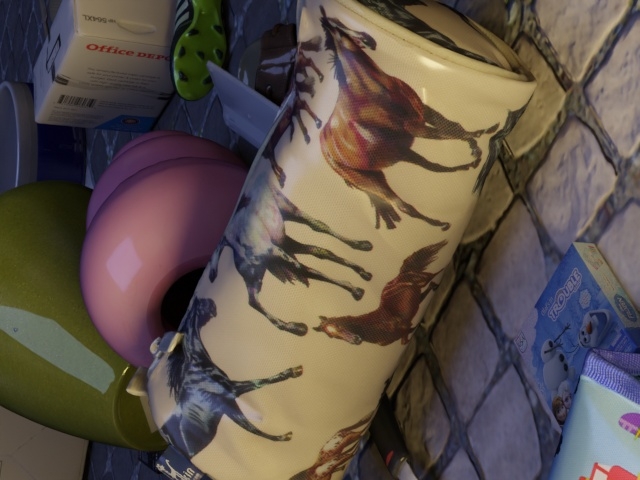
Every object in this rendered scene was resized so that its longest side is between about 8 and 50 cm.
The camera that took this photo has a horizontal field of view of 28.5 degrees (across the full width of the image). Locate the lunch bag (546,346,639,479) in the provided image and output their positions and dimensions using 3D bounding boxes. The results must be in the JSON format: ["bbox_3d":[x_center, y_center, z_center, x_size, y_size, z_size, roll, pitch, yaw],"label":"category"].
[{"bbox_3d":[0.224,0.204,0.534,0.293,0.138,0.221,34,116,50],"label":"lunch bag"}]

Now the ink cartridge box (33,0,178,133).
[{"bbox_3d":[-0.248,-0.217,1.507,0.203,0.148,0.086,-45,46,53],"label":"ink cartridge box"}]

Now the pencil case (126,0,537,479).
[{"bbox_3d":[0.000,0.000,0.905,0.160,0.183,0.410,-86,18,-61],"label":"pencil case"}]

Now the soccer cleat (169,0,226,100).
[{"bbox_3d":[-0.135,-0.235,1.387,0.072,0.060,0.179,147,128,-71],"label":"soccer cleat"}]

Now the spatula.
[{"bbox_3d":[0.077,0.184,0.930,0.296,0.030,0.084,58,137,51],"label":"spatula"}]

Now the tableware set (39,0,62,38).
[{"bbox_3d":[-0.400,-0.418,1.970,0.128,0.039,0.194,-32,64,46],"label":"tableware set"}]

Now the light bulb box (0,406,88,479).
[{"bbox_3d":[-0.555,0.227,1.868,0.361,0.358,0.225,-137,56,-59],"label":"light bulb box"}]

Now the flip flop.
[{"bbox_3d":[-0.029,-0.150,1.120,0.277,0.080,0.112,-168,82,-64],"label":"flip flop"}]

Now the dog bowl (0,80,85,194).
[{"bbox_3d":[-0.452,-0.114,1.974,0.265,0.104,0.265,-10,79,63],"label":"dog bowl"}]

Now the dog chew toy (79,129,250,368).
[{"bbox_3d":[-0.133,-0.009,1.208,0.332,0.206,0.207,-120,40,-61],"label":"dog chew toy"}]

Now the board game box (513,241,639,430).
[{"bbox_3d":[0.161,0.064,0.776,0.090,0.020,0.090,-113,35,-44],"label":"board game box"}]

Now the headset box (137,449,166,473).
[{"bbox_3d":[-0.190,0.234,1.479,0.083,0.032,0.062,11,98,63],"label":"headset box"}]

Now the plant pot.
[{"bbox_3d":[-0.244,0.105,1.387,0.293,0.274,0.275,27,113,45],"label":"plant pot"}]

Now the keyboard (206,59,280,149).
[{"bbox_3d":[-0.021,-0.081,1.073,0.256,0.014,0.072,38,151,43],"label":"keyboard"}]
